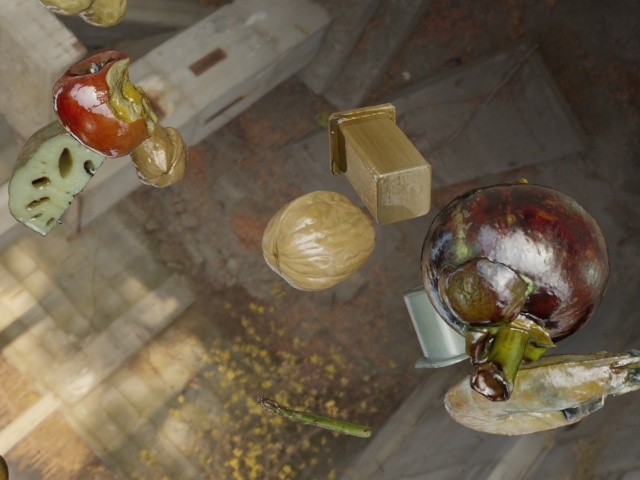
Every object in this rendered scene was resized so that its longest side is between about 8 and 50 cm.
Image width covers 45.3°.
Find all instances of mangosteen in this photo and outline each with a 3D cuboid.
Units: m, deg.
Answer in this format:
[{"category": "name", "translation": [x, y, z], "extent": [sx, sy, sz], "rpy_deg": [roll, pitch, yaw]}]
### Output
[{"category": "mangosteen", "translation": [0.225, 0.065, 0.927], "extent": [0.231, 0.289, 0.231], "rpy_deg": [14, 151, 8]}]

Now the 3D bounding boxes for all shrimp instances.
[{"category": "shrimp", "translation": [0.316, 0.205, 1.017], "extent": [0.317, 0.077, 0.168], "rpy_deg": [-16, 141, 29]}]

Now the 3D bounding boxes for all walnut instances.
[{"category": "walnut", "translation": [-0.388, -0.203, 1.843], "extent": [0.166, 0.149, 0.166], "rpy_deg": [43, -168, -11]}, {"category": "walnut", "translation": [0.000, 0.000, 1.702], "extent": [0.225, 0.261, 0.225], "rpy_deg": [25, 122, 48]}]

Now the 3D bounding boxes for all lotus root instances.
[{"category": "lotus root", "translation": [-0.562, -0.193, 1.679], "extent": [0.149, 0.260, 0.267], "rpy_deg": [35, 115, -24]}]

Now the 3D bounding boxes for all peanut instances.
[{"category": "peanut", "translation": [-0.506, -0.520, 1.553], "extent": [0.147, 0.147, 0.319], "rpy_deg": [35, -176, 20]}]

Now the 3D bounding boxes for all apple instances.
[{"category": "apple", "translation": [-0.351, -0.214, 1.249], "extent": [0.156, 0.147, 0.158], "rpy_deg": [51, 165, 52]}]

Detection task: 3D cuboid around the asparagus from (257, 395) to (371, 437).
[{"category": "asparagus", "translation": [-0.009, 0.297, 1.279], "extent": [0.248, 0.025, 0.024], "rpy_deg": [24, 129, -34]}]

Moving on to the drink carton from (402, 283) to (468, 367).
[{"category": "drink carton", "translation": [0.302, 0.197, 1.876], "extent": [0.185, 0.191, 0.189], "rpy_deg": [-9, 100, 65]}]

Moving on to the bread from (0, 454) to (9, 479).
[{"category": "bread", "translation": [-0.649, 0.479, 1.380], "extent": [0.105, 0.213, 0.213], "rpy_deg": [33, 162, -33]}]

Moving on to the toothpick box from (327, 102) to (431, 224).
[{"category": "toothpick box", "translation": [0.156, -0.195, 1.973], "extent": [0.308, 0.190, 0.187], "rpy_deg": [-117, 20, -50]}]
